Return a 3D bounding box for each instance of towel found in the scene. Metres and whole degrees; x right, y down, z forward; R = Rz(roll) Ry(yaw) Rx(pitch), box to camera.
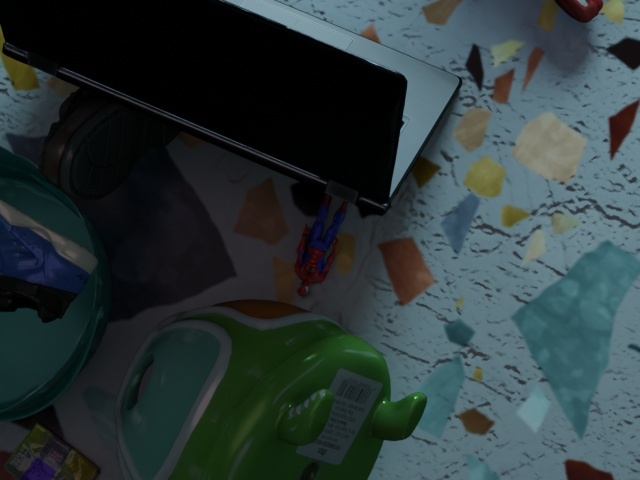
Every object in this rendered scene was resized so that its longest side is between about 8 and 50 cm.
[{"bbox_3d":[-0.262,0.224,1.931,0.083,0.009,0.060,38,88,8],"label":"towel"}]

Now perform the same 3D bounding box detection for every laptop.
[{"bbox_3d":[-0.070,-0.210,1.744,0.382,0.408,0.236,24,126,7],"label":"laptop"}]

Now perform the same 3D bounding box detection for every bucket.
[{"bbox_3d":[-0.331,0.044,1.872,0.281,0.183,0.281,-1,83,5],"label":"bucket"}]

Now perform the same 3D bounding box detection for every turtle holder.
[{"bbox_3d":[-0.074,0.204,1.828,0.227,0.243,0.320,30,122,32],"label":"turtle holder"}]

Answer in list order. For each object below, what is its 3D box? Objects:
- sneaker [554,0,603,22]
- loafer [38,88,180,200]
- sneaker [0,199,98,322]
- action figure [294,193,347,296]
[{"bbox_3d":[0.246,-0.331,1.919,0.128,0.087,0.221,-30,83,2],"label":"sneaker"},{"bbox_3d":[-0.207,-0.107,1.855,0.084,0.267,0.096,19,113,15],"label":"loafer"},{"bbox_3d":[-0.282,0.016,1.749,0.152,0.058,0.085,29,78,0],"label":"sneaker"},{"bbox_3d":[0.000,0.000,1.929,0.038,0.030,0.115,19,87,2],"label":"action figure"}]
